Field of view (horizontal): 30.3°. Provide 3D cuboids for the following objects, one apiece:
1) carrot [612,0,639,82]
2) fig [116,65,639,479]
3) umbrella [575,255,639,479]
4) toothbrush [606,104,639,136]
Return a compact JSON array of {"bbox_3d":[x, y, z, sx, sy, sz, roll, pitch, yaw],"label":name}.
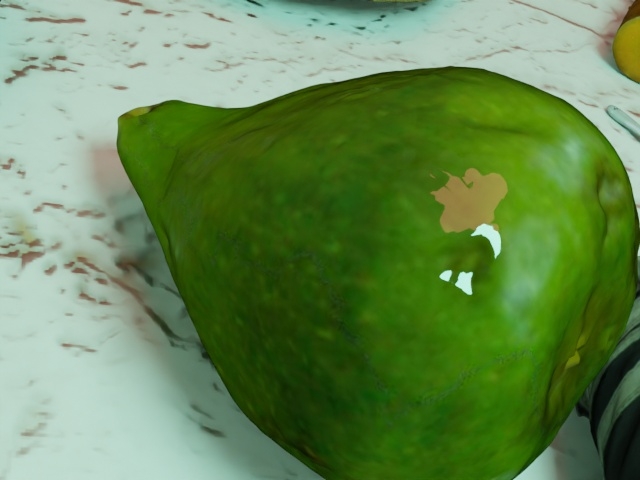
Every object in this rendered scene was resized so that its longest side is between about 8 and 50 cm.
[{"bbox_3d":[0.290,-0.201,1.010,0.061,0.061,0.210,28,36,2],"label":"carrot"},{"bbox_3d":[0.000,0.000,0.554,0.275,0.206,0.206,22,35,27],"label":"fig"},{"bbox_3d":[0.176,0.160,0.521,0.106,0.113,0.358,5,48,-2],"label":"umbrella"},{"bbox_3d":[0.260,-0.059,0.869,0.011,0.013,0.131,-16,52,-45],"label":"toothbrush"}]
